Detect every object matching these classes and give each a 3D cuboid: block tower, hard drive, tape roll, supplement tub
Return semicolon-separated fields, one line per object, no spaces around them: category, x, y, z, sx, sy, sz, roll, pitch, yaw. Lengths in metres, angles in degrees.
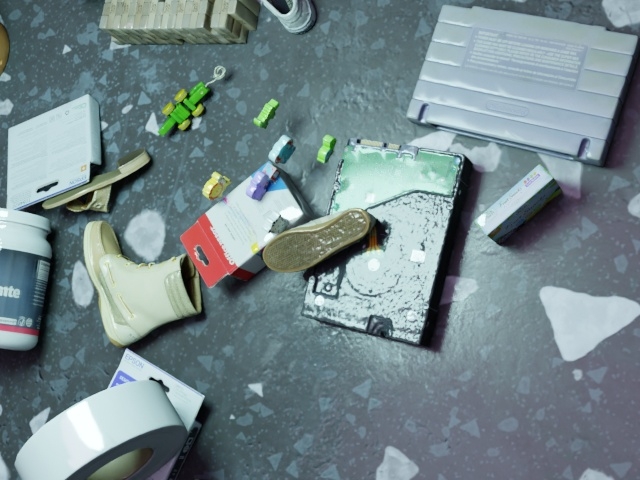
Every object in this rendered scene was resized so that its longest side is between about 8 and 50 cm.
block tower;-0.298;-0.459;1.923;0.335;0.097;0.091;4;80;26
hard drive;0.117;-0.002;1.657;0.236;0.064;0.339;11;84;25
tape roll;-0.375;0.363;1.627;0.286;0.286;0.100;-40;68;11
supplement tub;-0.654;0.081;1.909;0.191;0.191;0.272;2;80;24

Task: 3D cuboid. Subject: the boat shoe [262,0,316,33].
boat shoe;-0.101;-0.525;1.852;0.096;0.088;0.268;-30;69;16

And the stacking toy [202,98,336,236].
stacking toy;-0.092;-0.134;1.700;0.167;0.052;0.221;33;89;26

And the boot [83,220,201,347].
boot;-0.346;0.055;1.831;0.203;0.095;0.262;-23;72;18

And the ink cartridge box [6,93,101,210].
ink cartridge box;-0.565;-0.175;1.986;0.223;0.045;0.224;-18;60;19

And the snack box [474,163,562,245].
snack box;0.329;-0.057;1.554;0.141;0.100;0.037;-42;66;11

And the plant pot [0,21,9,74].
plant pot;-0.841;-0.450;2.100;0.290;0.203;0.291;-5;77;23

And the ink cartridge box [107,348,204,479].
ink cartridge box;-0.331;0.344;1.790;0.206;0.045;0.208;27;92;26

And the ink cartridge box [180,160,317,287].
ink cartridge box;-0.136;-0.021;1.764;0.231;0.078;0.134;-38;66;12

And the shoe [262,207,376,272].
shoe;0.000;0.000;1.649;0.219;0.058;0.077;-21;91;23

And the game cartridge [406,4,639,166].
game cartridge;0.347;-0.276;1.619;0.355;0.068;0.230;17;82;26

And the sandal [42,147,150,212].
sandal;-0.445;-0.096;1.922;0.240;0.079;0.088;-29;24;-1

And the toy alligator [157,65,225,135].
toy alligator;-0.261;-0.286;1.895;0.189;0.056;0.051;-44;25;9
